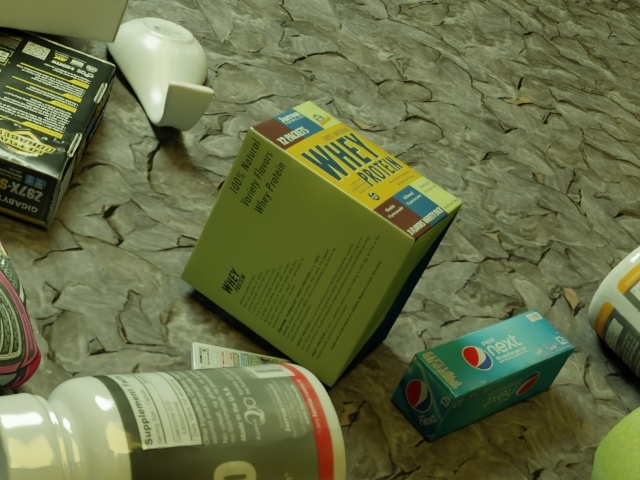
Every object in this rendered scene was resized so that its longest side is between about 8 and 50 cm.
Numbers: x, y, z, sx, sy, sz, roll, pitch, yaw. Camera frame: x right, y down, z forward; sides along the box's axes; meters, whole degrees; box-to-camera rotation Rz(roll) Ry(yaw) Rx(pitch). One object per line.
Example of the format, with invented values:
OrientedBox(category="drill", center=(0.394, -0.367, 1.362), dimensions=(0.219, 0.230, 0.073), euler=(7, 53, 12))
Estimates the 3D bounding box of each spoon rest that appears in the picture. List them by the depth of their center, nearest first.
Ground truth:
OrientedBox(category="spoon rest", center=(-0.197, -0.210, 1.607), dimensions=(0.137, 0.084, 0.276), euler=(11, 24, -21))

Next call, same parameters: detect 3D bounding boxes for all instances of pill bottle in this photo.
OrientedBox(category="pill bottle", center=(-0.136, 0.188, 1.039), dimensions=(0.283, 0.161, 0.161), euler=(-1, 43, -32))
OrientedBox(category="pill bottle", center=(0.457, 0.134, 1.471), dimensions=(0.162, 0.162, 0.278), euler=(-11, 49, -41))

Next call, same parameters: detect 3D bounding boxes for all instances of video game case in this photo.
OrientedBox(category="video game case", center=(-0.069, 0.145, 1.265), dimensions=(0.122, 0.011, 0.087), euler=(12, 36, -17))

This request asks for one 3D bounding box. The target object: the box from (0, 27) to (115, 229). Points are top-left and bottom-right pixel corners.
OrientedBox(category="box", center=(-0.411, -0.163, 1.399), dimensions=(0.322, 0.079, 0.257), euler=(20, 37, -8))

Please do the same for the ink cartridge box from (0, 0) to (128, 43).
OrientedBox(category="ink cartridge box", center=(-0.389, -0.355, 1.551), dimensions=(0.207, 0.117, 0.283), euler=(1, 28, -47))

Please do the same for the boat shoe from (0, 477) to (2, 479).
OrientedBox(category="boat shoe", center=(-0.189, 0.297, 0.656), dimensions=(0.158, 0.127, 0.340), euler=(-19, 63, -11))

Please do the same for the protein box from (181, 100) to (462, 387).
OrientedBox(category="protein box", center=(0.000, 0.000, 1.323), dimensions=(0.201, 0.200, 0.136), euler=(35, 30, 13))

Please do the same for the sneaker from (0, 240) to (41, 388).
OrientedBox(category="sneaker", center=(-0.343, 0.025, 1.185), dimensions=(0.112, 0.121, 0.299), euler=(35, 21, -42))

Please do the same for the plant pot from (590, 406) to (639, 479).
OrientedBox(category="plant pot", center=(0.379, 0.282, 1.175), dimensions=(0.276, 0.276, 0.254), euler=(11, 27, -19))

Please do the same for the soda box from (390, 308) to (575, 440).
OrientedBox(category="soda box", center=(0.177, 0.142, 1.367), dimensions=(0.210, 0.071, 0.067), euler=(-14, 50, -42))
